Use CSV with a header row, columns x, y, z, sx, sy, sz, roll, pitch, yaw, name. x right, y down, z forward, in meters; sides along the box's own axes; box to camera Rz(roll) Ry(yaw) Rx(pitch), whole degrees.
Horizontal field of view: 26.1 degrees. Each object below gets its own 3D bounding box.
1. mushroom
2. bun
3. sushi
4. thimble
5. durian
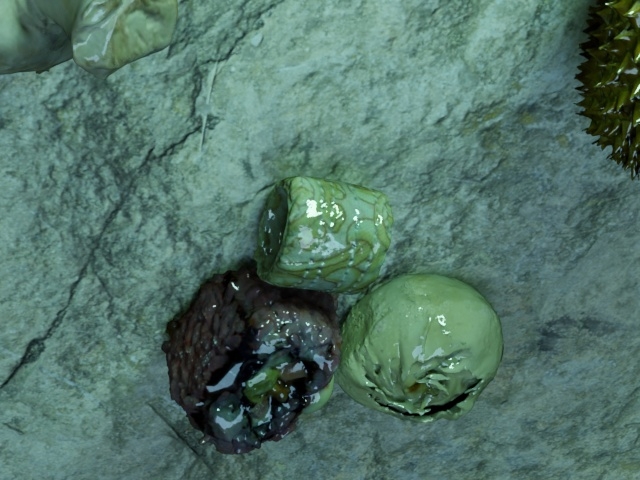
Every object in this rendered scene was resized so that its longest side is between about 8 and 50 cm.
x,y,z,sx,sy,sz,roll,pitch,yaw,name
-0.264,-0.294,1.401,0.297,0.290,0.297,-44,151,-32,mushroom
0.152,0.176,2.018,0.259,0.152,0.259,-5,130,-6,bun
-0.080,0.169,1.952,0.236,0.171,0.270,27,117,-30,sushi
0.000,0.000,1.839,0.143,0.137,0.190,6,145,-19,thimble
0.461,-0.235,1.583,0.348,0.347,0.384,-9,130,-3,durian
